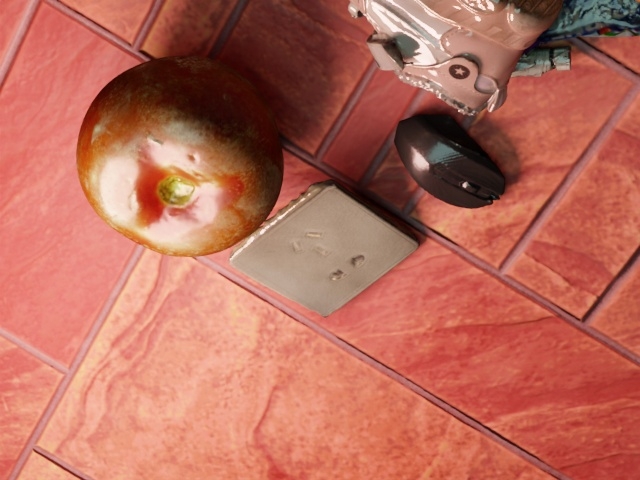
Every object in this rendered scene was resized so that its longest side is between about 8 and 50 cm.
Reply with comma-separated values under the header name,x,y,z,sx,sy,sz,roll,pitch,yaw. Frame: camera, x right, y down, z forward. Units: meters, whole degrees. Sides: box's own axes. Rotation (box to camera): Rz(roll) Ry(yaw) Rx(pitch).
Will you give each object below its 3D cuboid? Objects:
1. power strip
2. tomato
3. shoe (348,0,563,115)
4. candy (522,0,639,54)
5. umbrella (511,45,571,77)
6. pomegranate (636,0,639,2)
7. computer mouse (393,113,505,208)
name,x,y,z,sx,sy,sz,roll,pitch,yaw
power strip,0.000,0.000,1.966,0.198,0.064,0.213,-36,133,24
tomato,-0.180,-0.121,1.878,0.270,0.222,0.270,-1,127,-1
shoe,0.104,-0.292,1.730,0.351,0.172,0.198,35,131,18
candy,0.343,-0.298,1.741,0.275,0.070,0.145,0,107,16
umbrella,0.223,-0.227,1.819,0.188,0.046,0.050,-4,111,17
pomegranate,0.413,-0.412,1.545,0.338,0.338,0.338,6,117,12
computer mouse,0.168,-0.099,1.891,0.172,0.057,0.099,37,122,-6
